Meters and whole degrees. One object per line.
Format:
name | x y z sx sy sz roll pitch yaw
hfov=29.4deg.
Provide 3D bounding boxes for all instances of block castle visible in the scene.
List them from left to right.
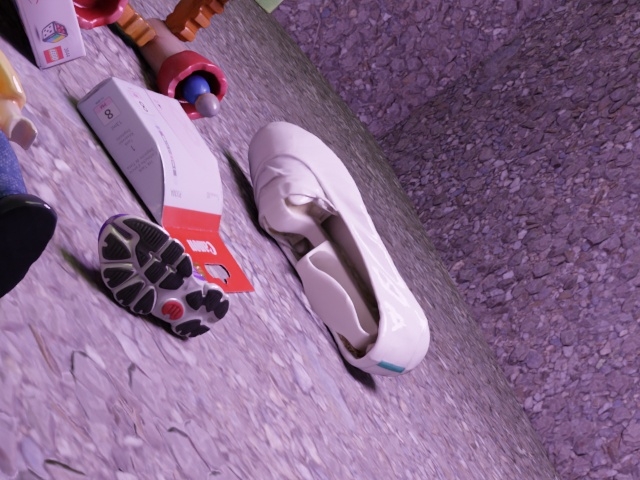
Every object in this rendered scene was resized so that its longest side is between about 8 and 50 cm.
block castle | -0.092 -0.384 1.471 0.213 0.453 0.303 51 5 39

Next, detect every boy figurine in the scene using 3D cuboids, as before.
boy figurine | -0.263 -0.097 0.733 0.177 0.092 0.285 4 43 -46

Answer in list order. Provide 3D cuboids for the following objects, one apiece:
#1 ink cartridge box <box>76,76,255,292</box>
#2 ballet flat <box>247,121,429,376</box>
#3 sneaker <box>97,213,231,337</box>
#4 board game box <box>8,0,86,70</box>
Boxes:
ink cartridge box | -0.139 -0.056 1.278 0.232 0.066 0.189 51 9 9
ballet flat | 0.000 0.000 1.570 0.400 0.139 0.139 58 11 20
sneaker | -0.141 0.026 1.015 0.071 0.068 0.170 42 -7 34
board game box | -0.295 -0.331 1.122 0.305 0.053 0.193 87 -22 -54
